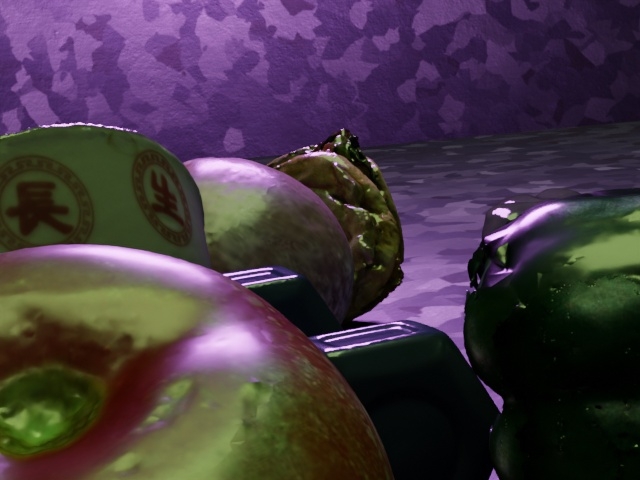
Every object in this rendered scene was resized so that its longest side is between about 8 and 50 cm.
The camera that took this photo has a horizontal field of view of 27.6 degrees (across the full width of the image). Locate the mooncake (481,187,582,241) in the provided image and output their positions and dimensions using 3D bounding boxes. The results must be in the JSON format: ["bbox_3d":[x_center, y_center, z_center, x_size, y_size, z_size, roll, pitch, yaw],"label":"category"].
[{"bbox_3d":[0.271,0.001,1.504,0.169,0.104,0.175,2,14,6],"label":"mooncake"}]

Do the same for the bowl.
[{"bbox_3d":[-0.179,0.103,0.802,0.337,0.337,0.157,-13,52,-40],"label":"bowl"}]

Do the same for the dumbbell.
[{"bbox_3d":[-0.010,0.108,0.910,0.144,0.156,0.316,-39,20,-13],"label":"dumbbell"}]

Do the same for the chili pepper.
[{"bbox_3d":[0.219,0.073,0.733,0.257,0.233,0.248,-10,19,10],"label":"chili pepper"}]

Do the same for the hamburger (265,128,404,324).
[{"bbox_3d":[0.000,0.000,1.380,0.183,0.206,0.130,-29,-27,18],"label":"hamburger"}]

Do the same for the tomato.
[{"bbox_3d":[-0.101,0.141,0.536,0.270,0.222,0.270,-5,34,3],"label":"tomato"}]

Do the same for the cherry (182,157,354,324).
[{"bbox_3d":[-0.088,0.034,1.168,0.236,0.213,0.285,-29,13,49],"label":"cherry"}]
